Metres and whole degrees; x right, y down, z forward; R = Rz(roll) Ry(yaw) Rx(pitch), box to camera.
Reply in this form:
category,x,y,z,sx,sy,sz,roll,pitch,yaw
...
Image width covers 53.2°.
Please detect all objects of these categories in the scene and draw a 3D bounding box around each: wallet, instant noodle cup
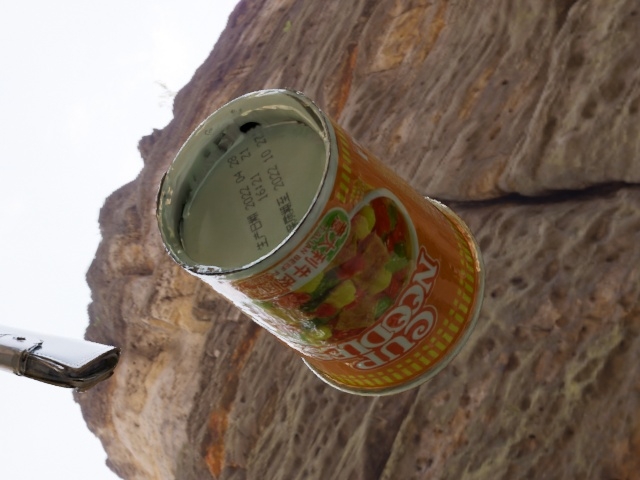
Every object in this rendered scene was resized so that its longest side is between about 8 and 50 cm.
category,x,y,z,sx,sy,sz,roll,pitch,yaw
wallet,-0.444,0.177,0.979,0.231,0.170,0.069,11,-90,6
instant noodle cup,0.000,0.000,0.412,0.185,0.168,0.168,39,-109,-52
